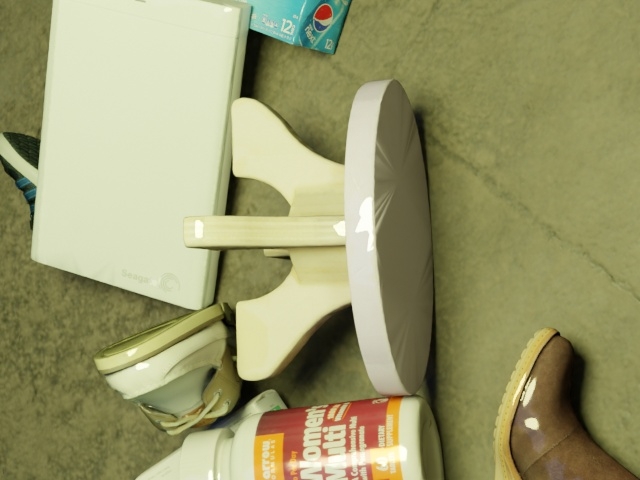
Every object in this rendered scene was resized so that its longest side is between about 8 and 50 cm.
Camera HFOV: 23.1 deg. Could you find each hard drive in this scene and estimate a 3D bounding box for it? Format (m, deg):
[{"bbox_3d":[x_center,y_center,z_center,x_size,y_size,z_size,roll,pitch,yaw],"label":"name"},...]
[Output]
[{"bbox_3d":[-0.183,-0.102,1.553,0.203,0.040,0.308,16,110,19],"label":"hard drive"}]

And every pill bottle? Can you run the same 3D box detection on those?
[{"bbox_3d":[-0.007,0.209,1.402,0.221,0.121,0.121,-9,82,14],"label":"pill bottle"}]

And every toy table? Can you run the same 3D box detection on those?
[{"bbox_3d":[0.000,0.000,1.388,0.160,0.252,0.274,-3,75,20],"label":"toy table"}]

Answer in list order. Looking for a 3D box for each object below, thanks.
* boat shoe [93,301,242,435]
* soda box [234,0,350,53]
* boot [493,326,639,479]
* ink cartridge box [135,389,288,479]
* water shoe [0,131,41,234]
[{"bbox_3d":[-0.120,0.121,1.434,0.113,0.302,0.103,-20,88,10],"label":"boat shoe"},{"bbox_3d":[-0.075,-0.248,1.541,0.210,0.071,0.067,26,103,34],"label":"soda box"},{"bbox_3d":[0.246,0.210,1.301,0.206,0.090,0.249,11,93,23],"label":"boot"},{"bbox_3d":[-0.057,0.284,1.531,0.181,0.056,0.225,-35,87,29],"label":"ink cartridge box"},{"bbox_3d":[-0.299,-0.041,1.692,0.203,0.073,0.080,42,113,30],"label":"water shoe"}]
